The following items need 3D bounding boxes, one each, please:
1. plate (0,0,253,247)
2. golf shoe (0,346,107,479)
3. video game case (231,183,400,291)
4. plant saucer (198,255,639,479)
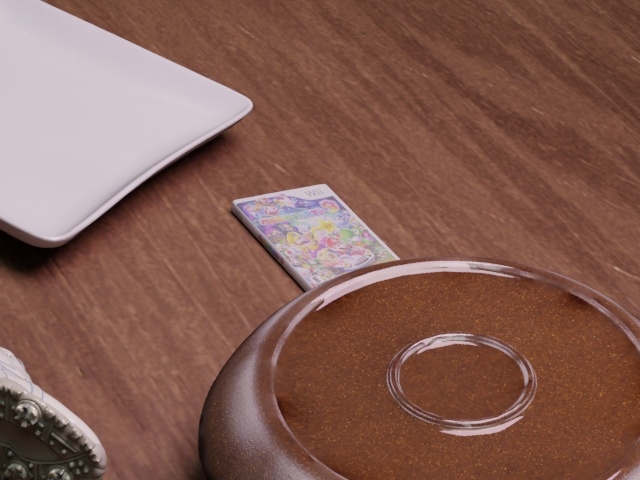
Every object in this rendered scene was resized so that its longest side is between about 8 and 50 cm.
[{"bbox_3d":[-0.235,-0.096,1.453,0.277,0.045,0.278,25,35,19],"label":"plate"},{"bbox_3d":[-0.195,0.094,1.172,0.176,0.069,0.086,27,30,17],"label":"golf shoe"},{"bbox_3d":[0.000,0.000,1.426,0.087,0.011,0.122,-12,41,-33],"label":"video game case"},{"bbox_3d":[0.082,0.097,1.120,0.311,0.050,0.310,0,36,0],"label":"plant saucer"}]
